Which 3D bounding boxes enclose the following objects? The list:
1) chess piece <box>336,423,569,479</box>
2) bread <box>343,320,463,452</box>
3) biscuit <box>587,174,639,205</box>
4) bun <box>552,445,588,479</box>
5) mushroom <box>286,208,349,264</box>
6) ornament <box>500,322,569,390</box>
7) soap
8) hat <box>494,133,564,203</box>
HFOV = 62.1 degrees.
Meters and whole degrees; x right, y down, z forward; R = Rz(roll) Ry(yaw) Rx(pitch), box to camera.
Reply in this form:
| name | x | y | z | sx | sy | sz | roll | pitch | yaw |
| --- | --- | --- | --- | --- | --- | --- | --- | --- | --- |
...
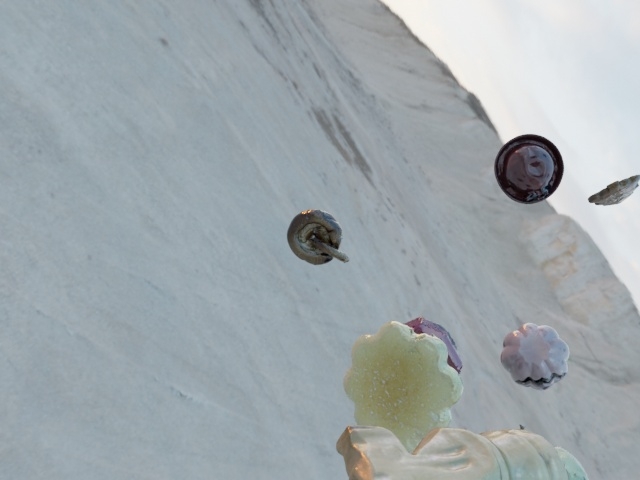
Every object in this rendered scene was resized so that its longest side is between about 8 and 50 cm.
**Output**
| name | x | y | z | sx | sy | sz | roll | pitch | yaw |
| --- | --- | --- | --- | --- | --- | --- | --- | --- | --- |
| chess piece | 0.158 | 0.288 | 0.648 | 0.300 | 0.137 | 0.137 | 15 | 36 | -31 |
| bread | 0.182 | 0.346 | 1.269 | 0.054 | 0.316 | 0.316 | 9 | 48 | -55 |
| biscuit | 0.692 | -0.109 | 1.239 | 0.129 | 0.119 | 0.019 | 20 | 48 | -53 |
| bun | 0.564 | 0.677 | 1.431 | 0.187 | 0.293 | 0.293 | 30 | 11 | 5 |
| mushroom | 0.001 | 0.000 | 1.303 | 0.170 | 0.135 | 0.080 | 39 | 20 | 15 |
| ornament | 0.580 | 0.316 | 1.439 | 0.178 | 0.177 | 0.177 | 53 | 13 | -18 |
| soap | 0.414 | 0.427 | 1.979 | 0.289 | 0.182 | 0.112 | 60 | 29 | -11 |
| hat | 0.611 | -0.210 | 1.550 | 0.206 | 0.205 | 0.089 | 58 | 10 | 3 |
